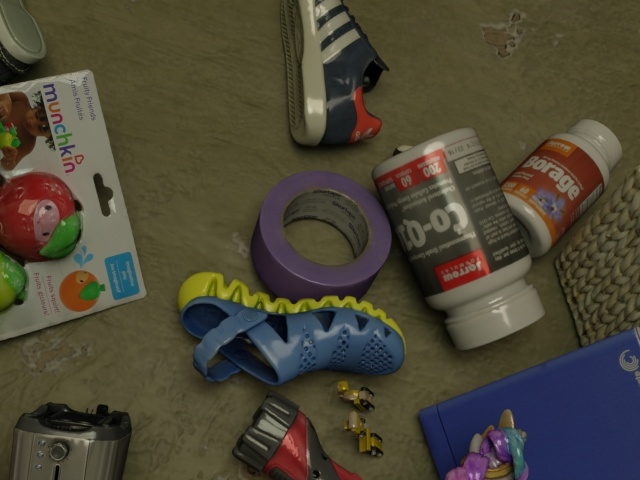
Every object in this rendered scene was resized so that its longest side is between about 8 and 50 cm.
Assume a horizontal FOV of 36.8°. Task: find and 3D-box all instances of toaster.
[{"bbox_3d":[-0.303,0.280,1.166,0.129,0.227,0.146,9,85,-5],"label":"toaster"}]

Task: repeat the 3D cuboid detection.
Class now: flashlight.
[{"bbox_3d":[0.035,0.318,1.261,0.304,0.103,0.103,31,95,-1],"label":"flashlight"}]

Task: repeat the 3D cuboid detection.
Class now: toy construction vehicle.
[{"bbox_3d":[0.050,0.242,1.299,0.035,0.098,0.086,-15,58,20],"label":"toy construction vehicle"}]

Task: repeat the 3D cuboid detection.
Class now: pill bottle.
[{"bbox_3d":[0.197,-0.001,1.347,0.161,0.161,0.283,-23,88,-17],"label":"pill bottle"},{"bbox_3d":[0.354,-0.084,1.448,0.121,0.121,0.216,44,69,8],"label":"pill bottle"}]

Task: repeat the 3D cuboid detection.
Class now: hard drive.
[{"bbox_3d":[0.300,0.267,1.238,0.318,0.040,0.210,-27,71,27],"label":"hard drive"}]

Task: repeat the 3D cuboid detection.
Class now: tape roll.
[{"bbox_3d":[0.000,0.000,1.361,0.189,0.080,0.189,7,58,-12],"label":"tape roll"}]

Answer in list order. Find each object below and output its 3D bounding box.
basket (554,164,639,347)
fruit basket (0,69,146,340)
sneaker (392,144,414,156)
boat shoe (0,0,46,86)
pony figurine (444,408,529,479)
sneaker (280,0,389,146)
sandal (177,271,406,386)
[{"bbox_3d":[0.548,0.056,1.324,0.328,0.331,0.266,-9,65,-13],"label":"basket"},{"bbox_3d":[-0.422,-0.026,1.234,0.353,0.165,0.327,-15,103,-19],"label":"fruit basket"},{"bbox_3d":[0.191,-0.115,1.476,0.161,0.057,0.075,21,50,1],"label":"sneaker"},{"bbox_3d":[-0.497,-0.363,1.423,0.091,0.114,0.303,-34,59,20],"label":"boat shoe"},{"bbox_3d":[0.137,0.395,1.096,0.351,0.302,0.364,-3,93,-44],"label":"pony figurine"},{"bbox_3d":[0.026,-0.307,1.485,0.148,0.131,0.350,2,75,-16],"label":"sneaker"},{"bbox_3d":[-0.045,0.142,1.280,0.317,0.126,0.138,7,41,2],"label":"sandal"}]
